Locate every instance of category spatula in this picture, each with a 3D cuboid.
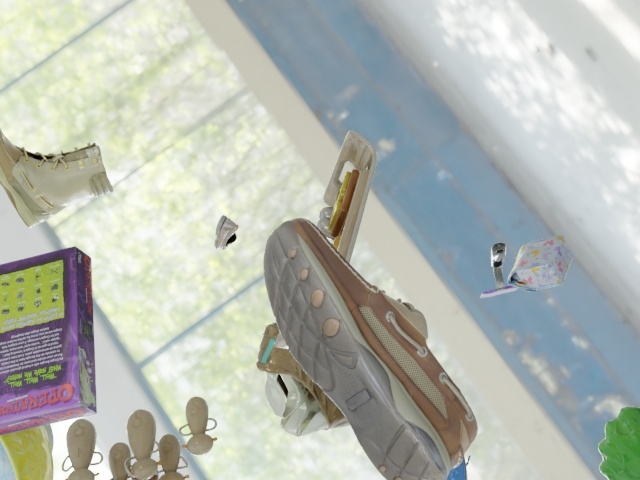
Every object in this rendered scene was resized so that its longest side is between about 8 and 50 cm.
[{"bbox_3d":[0.366,0.066,2.478,0.296,0.084,0.030,70,-174,-63],"label":"spatula"}]

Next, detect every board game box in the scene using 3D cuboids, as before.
[{"bbox_3d":[-0.441,0.144,1.484,0.056,0.347,0.208,52,-152,-58],"label":"board game box"}]

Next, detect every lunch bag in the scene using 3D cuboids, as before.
[{"bbox_3d":[0.318,0.036,1.752,0.053,0.083,0.071,58,-141,-25],"label":"lunch bag"}]

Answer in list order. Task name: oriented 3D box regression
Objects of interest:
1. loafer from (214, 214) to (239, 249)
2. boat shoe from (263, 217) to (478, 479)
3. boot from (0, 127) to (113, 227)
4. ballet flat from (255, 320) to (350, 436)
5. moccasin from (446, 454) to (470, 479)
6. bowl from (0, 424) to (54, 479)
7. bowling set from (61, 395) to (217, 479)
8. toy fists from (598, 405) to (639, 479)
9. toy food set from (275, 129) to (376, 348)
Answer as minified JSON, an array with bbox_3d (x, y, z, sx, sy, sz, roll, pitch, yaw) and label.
[{"bbox_3d":[-0.173,-0.007,2.236,0.039,0.045,0.125,23,160,4],"label":"loafer"},{"bbox_3d":[0.054,0.114,1.303,0.324,0.116,0.123,59,144,1],"label":"boat shoe"},{"bbox_3d":[-0.536,-0.158,2.378,0.095,0.203,0.262,-114,4,-48],"label":"boot"},{"bbox_3d":[-0.038,0.282,2.206,0.116,0.124,0.342,16,151,30],"label":"ballet flat"},{"bbox_3d":[0.223,0.528,2.346,0.117,0.138,0.342,20,-107,-76],"label":"moccasin"},{"bbox_3d":[-0.465,0.293,1.672,0.289,0.289,0.156,55,-146,5],"label":"bowl"},{"bbox_3d":[-0.315,0.420,2.218,0.154,0.287,0.200,-104,2,-50],"label":"bowling set"},{"bbox_3d":[0.566,0.293,1.972,0.096,0.279,0.142,26,-170,-40],"label":"toy fists"},{"bbox_3d":[0.000,0.000,1.917,0.092,0.306,0.219,18,148,-3],"label":"toy food set"}]
